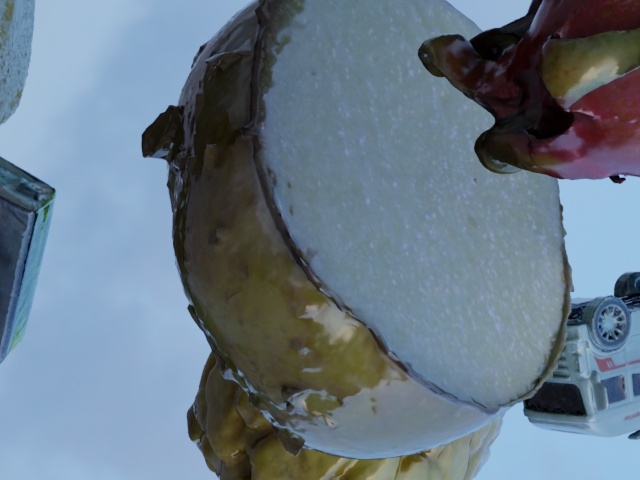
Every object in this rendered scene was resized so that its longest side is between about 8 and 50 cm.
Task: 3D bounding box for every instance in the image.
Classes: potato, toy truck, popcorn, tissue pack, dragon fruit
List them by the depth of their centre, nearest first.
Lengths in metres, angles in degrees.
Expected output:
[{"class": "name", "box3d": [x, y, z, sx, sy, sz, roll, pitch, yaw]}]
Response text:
[{"class": "dragon fruit", "box3d": [0.244, -0.136, 1.354, 0.243, 0.227, 0.307, -18, -170, -22]}, {"class": "potato", "box3d": [0.000, 0.000, 1.696, 0.319, 0.385, 0.442, -34, -122, 43]}, {"class": "toy truck", "box3d": [0.341, 0.118, 1.859, 0.136, 0.305, 0.162, -1, -82, 56]}, {"class": "tissue pack", "box3d": [-0.384, 0.003, 1.934, 0.073, 0.173, 0.235, -51, 167, -49]}, {"class": "popcorn", "box3d": [0.038, 0.182, 2.119, 0.354, 0.344, 0.390, -55, 165, 8]}]

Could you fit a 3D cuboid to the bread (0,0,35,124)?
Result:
[{"class": "bread", "box3d": [-0.374, -0.239, 1.790, 0.270, 0.148, 0.269, 5, 90, -86]}]
